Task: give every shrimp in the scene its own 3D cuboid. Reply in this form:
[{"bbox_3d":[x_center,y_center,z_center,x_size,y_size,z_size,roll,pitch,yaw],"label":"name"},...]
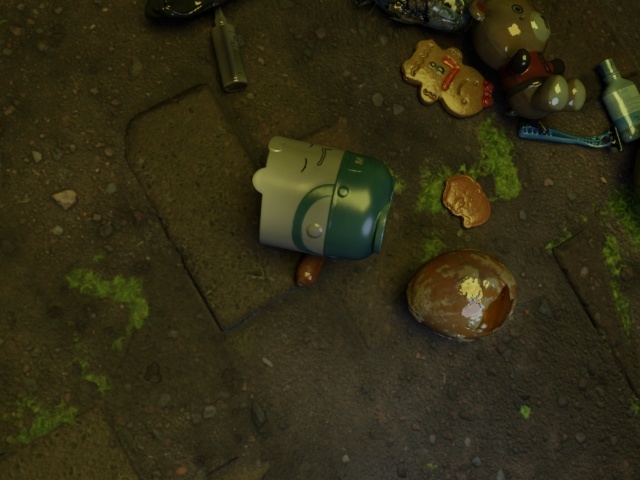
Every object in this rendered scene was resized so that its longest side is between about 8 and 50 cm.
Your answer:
[{"bbox_3d":[0.188,-0.569,1.596,0.372,0.172,0.137,8,83,-19],"label":"shrimp"}]

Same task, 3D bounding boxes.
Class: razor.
[{"bbox_3d":[0.591,-0.247,1.691,0.253,0.042,0.081,4,58,-11],"label":"razor"}]

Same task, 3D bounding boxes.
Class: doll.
[{"bbox_3d":[0.462,-0.411,1.625,0.235,0.174,0.329,-8,72,-41],"label":"doll"}]

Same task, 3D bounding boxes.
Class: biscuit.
[{"bbox_3d":[0.300,-0.370,1.652,0.226,0.036,0.166,37,72,-4],"label":"biscuit"},{"bbox_3d":[0.330,-0.090,1.612,0.102,0.019,0.130,-34,88,-18],"label":"biscuit"}]

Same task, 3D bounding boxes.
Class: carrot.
[{"bbox_3d":[0.000,0.000,1.509,0.048,0.048,0.216,25,70,-7],"label":"carrot"}]

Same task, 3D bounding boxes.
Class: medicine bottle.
[{"bbox_3d":[0.738,-0.344,1.738,0.090,0.054,0.208,-21,83,-14],"label":"medicine bottle"},{"bbox_3d":[-0.204,-0.423,1.535,0.058,0.057,0.199,-11,81,-15],"label":"medicine bottle"}]

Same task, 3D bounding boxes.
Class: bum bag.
[{"bbox_3d":[-0.241,-0.560,1.535,0.326,0.079,0.142,-34,61,-17],"label":"bum bag"}]

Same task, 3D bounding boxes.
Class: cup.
[{"bbox_3d":[0.014,-0.096,1.432,0.258,0.219,0.289,12,35,5],"label":"cup"}]

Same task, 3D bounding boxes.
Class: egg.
[{"bbox_3d":[0.293,0.113,1.477,0.233,0.195,0.194,-1,79,-17],"label":"egg"}]

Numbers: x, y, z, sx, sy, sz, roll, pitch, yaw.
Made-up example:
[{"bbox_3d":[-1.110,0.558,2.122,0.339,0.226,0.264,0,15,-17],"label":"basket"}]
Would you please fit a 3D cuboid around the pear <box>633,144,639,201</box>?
[{"bbox_3d":[0.858,-0.174,1.638,0.253,0.253,0.307,39,63,-3],"label":"pear"}]
